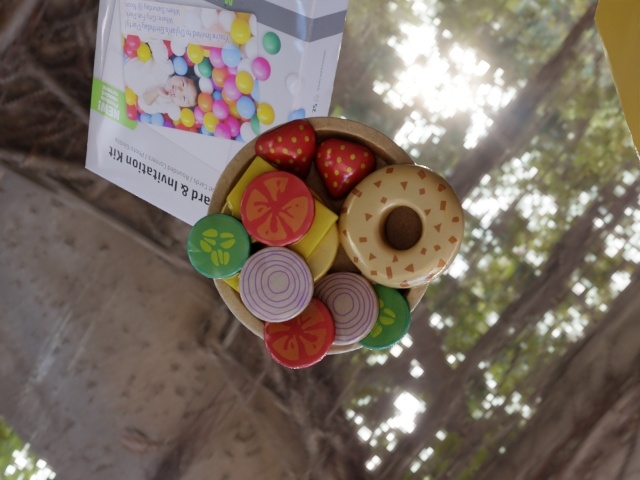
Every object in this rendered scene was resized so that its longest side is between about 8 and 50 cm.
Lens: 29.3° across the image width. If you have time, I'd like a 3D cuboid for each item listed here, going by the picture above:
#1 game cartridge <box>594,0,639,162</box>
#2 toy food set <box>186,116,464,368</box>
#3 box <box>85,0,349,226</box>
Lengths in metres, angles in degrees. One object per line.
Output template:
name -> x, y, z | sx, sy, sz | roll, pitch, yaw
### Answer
game cartridge -> 0.255, -0.108, 0.786 | 0.324, 0.052, 0.285 | 72, -175, -71
toy food set -> 0.000, 0.000, 0.411 | 0.083, 0.083, 0.020 | 36, -174, 7
box -> -0.059, -0.099, 0.661 | 0.145, 0.186, 0.038 | 28, -147, 27
